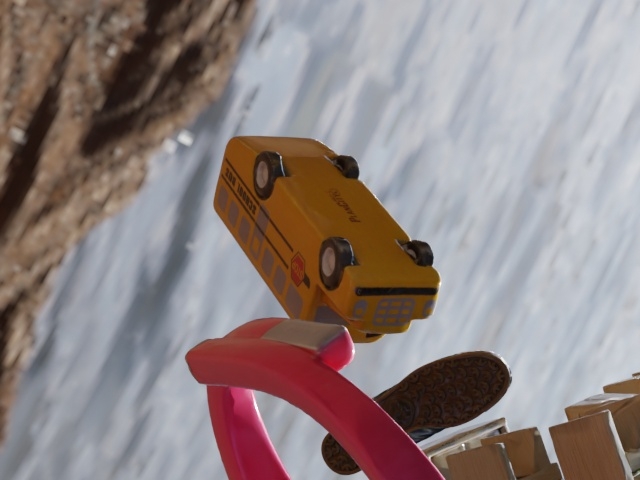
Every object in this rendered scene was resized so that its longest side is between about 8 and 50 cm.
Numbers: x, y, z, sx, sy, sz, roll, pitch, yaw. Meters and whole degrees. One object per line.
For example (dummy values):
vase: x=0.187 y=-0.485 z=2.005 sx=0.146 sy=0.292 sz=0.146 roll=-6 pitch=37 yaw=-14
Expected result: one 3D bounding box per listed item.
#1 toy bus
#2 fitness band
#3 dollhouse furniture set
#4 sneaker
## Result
toy bus: x=0.000 y=0.000 z=1.871 sx=0.108 sy=0.333 sz=0.130 roll=1 pitch=120 yaw=-28
fitness band: x=0.003 y=0.152 z=1.160 sx=0.054 sy=0.209 sz=0.291 roll=-30 pitch=-168 yaw=-23
dollhouse furniture set: x=0.284 y=0.293 z=1.868 sx=0.394 sy=0.257 sz=0.362 roll=-22 pitch=176 yaw=42
sneaker: x=0.092 y=0.151 z=1.682 sx=0.192 sy=0.064 sz=0.086 roll=-30 pitch=178 yaw=14
